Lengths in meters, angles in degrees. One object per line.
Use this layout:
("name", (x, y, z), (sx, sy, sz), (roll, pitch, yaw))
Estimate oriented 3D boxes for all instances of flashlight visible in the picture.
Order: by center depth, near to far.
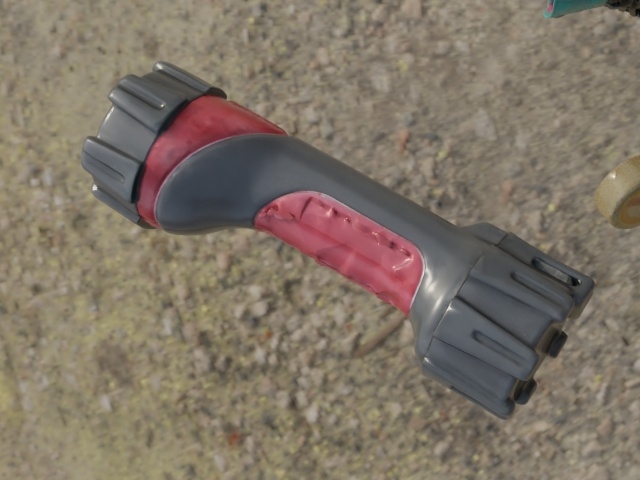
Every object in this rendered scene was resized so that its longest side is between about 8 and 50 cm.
("flashlight", (0.000, 0.000, 0.715), (0.304, 0.103, 0.103), (32, 122, 19))

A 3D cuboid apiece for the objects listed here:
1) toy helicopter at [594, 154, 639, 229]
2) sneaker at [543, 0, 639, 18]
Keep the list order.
("toy helicopter", (0.443, -0.092, 1.240), (0.235, 0.355, 0.140), (83, 162, -56))
("sneaker", (0.370, -0.306, 1.474), (0.295, 0.178, 0.124), (58, 170, 17))
